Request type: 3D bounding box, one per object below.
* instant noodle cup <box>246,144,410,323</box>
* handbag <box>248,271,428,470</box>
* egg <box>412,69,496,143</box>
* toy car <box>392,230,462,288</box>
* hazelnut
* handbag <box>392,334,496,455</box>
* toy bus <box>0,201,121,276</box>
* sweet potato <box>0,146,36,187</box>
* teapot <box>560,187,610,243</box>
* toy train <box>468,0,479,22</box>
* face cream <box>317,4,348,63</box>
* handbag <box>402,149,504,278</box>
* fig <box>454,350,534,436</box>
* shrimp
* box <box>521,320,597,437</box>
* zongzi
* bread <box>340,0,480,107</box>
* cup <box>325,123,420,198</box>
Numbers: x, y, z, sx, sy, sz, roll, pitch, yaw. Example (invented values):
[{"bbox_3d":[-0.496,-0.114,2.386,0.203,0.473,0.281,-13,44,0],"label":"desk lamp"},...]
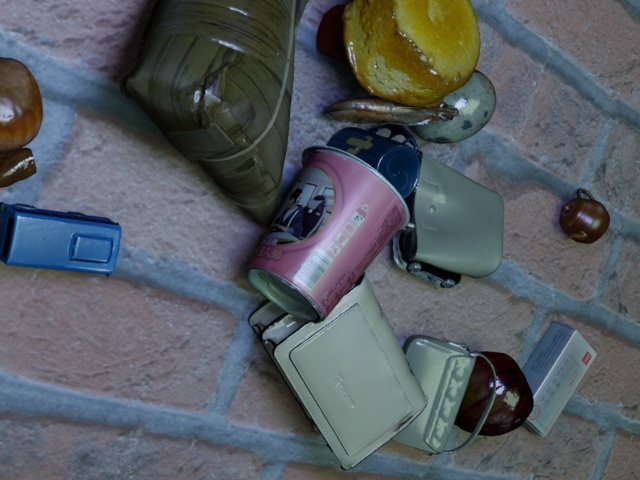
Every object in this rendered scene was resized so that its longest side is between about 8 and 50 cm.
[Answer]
[{"bbox_3d":[0.000,0.000,1.547,0.244,0.244,0.255,49,66,-35],"label":"instant noodle cup"},{"bbox_3d":[0.045,0.238,1.706,0.236,0.160,0.359,-32,121,-8],"label":"handbag"},{"bbox_3d":[0.266,-0.267,1.743,0.181,0.141,0.141,-36,123,-1],"label":"egg"},{"bbox_3d":[0.228,0.043,1.844,0.204,0.056,0.095,25,52,-40],"label":"toy car"},{"bbox_3d":[-0.473,-0.185,1.239,0.150,0.150,0.150,-11,109,-34],"label":"hazelnut"},{"bbox_3d":[0.261,0.340,1.887,0.219,0.079,0.256,19,94,1],"label":"handbag"},{"bbox_3d":[-0.403,0.000,1.348,0.184,0.106,0.090,8,96,-38],"label":"toy bus"},{"bbox_3d":[-0.483,-0.100,1.304,0.117,0.049,0.049,-28,119,-15],"label":"sweet potato"},{"bbox_3d":[0.630,-0.059,2.099,0.116,0.116,0.173,51,46,-34],"label":"teapot"},{"bbox_3d":[0.201,-0.486,1.619,0.105,0.157,0.253,-48,123,-19],"label":"toy train"},{"bbox_3d":[0.104,-0.361,1.623,0.214,0.095,0.096,12,96,-38],"label":"face cream"},{"bbox_3d":[0.250,-0.054,1.785,0.315,0.109,0.241,22,63,-39],"label":"handbag"},{"bbox_3d":[0.360,0.375,1.978,0.249,0.186,0.204,-36,150,-7],"label":"fig"},{"bbox_3d":[0.132,-0.239,1.624,0.250,0.143,0.052,5,87,-8],"label":"shrimp"},{"bbox_3d":[0.573,0.349,2.182,0.135,0.079,0.269,42,77,-36],"label":"box"},{"bbox_3d":[-0.111,-0.328,1.484,0.467,0.218,0.500,62,43,-66],"label":"zongzi"},{"bbox_3d":[0.164,-0.359,1.517,0.268,0.145,0.269,11,73,-38],"label":"bread"},{"bbox_3d":[0.113,-0.155,1.651,0.176,0.155,0.131,-46,125,-15],"label":"cup"}]
